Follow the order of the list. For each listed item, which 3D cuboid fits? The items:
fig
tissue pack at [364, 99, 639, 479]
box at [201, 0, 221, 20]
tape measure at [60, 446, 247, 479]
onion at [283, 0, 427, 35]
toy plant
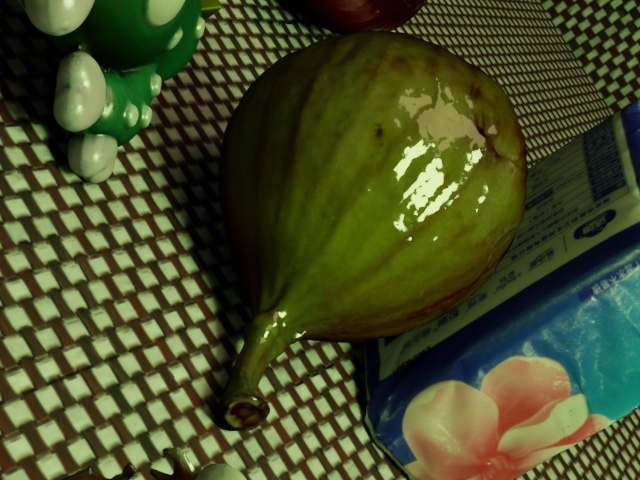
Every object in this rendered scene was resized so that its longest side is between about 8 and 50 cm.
[{"bbox_3d":[0.000,0.000,1.074,0.217,0.217,0.321,50,46,-14],"label":"fig"},{"bbox_3d":[0.169,0.050,1.198,0.137,0.269,0.209,44,23,-26],"label":"tissue pack"},{"bbox_3d":[-0.150,-0.212,1.229,0.121,0.030,0.193,56,20,0],"label":"box"},{"bbox_3d":[-0.050,0.233,0.638,0.265,0.130,0.258,55,18,-4],"label":"tape measure"},{"bbox_3d":[0.054,-0.320,1.511,0.273,0.285,0.273,-18,110,-62],"label":"onion"},{"bbox_3d":[-0.131,-0.176,1.009,0.243,0.112,0.233,83,13,-46],"label":"toy plant"}]
